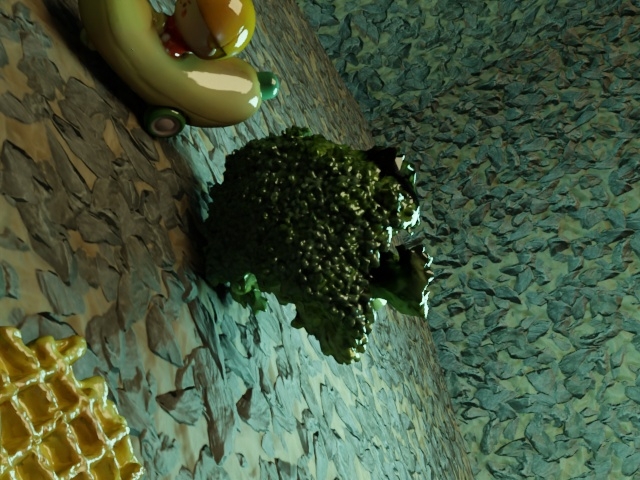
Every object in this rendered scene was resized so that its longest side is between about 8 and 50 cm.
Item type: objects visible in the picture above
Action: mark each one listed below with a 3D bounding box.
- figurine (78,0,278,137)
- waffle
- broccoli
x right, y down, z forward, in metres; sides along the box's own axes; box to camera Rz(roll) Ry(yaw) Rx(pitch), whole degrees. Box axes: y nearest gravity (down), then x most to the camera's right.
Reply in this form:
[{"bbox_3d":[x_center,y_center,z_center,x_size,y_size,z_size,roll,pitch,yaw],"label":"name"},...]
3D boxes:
[{"bbox_3d":[-0.180,-0.264,1.019,0.324,0.222,0.124,48,26,-54],"label":"figurine"},{"bbox_3d":[-0.215,0.153,0.575,0.219,0.057,0.229,65,13,-6],"label":"waffle"},{"bbox_3d":[-0.005,-0.004,1.068,0.317,0.277,0.338,38,-21,-14],"label":"broccoli"}]
